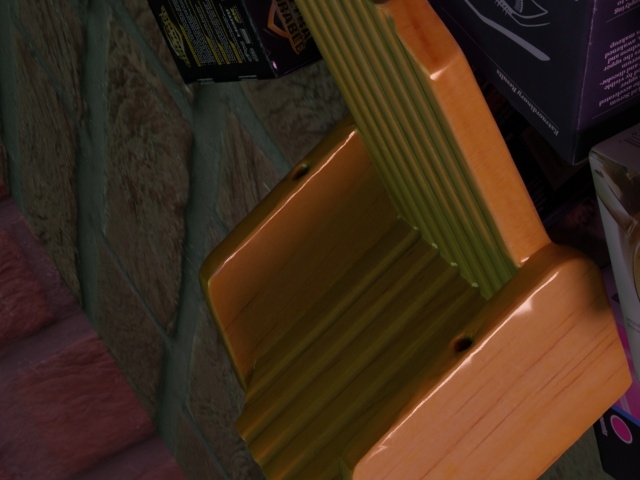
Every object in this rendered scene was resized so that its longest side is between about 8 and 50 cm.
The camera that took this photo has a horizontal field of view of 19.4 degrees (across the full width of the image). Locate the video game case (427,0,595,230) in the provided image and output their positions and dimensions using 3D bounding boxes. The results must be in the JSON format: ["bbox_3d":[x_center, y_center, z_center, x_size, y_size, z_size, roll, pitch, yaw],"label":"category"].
[{"bbox_3d":[0.118,-0.130,1.359,0.248,0.035,0.275,59,162,7],"label":"video game case"}]

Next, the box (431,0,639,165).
[{"bbox_3d":[0.150,-0.175,1.093,0.153,0.108,0.207,50,159,30],"label":"box"}]

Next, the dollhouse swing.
[{"bbox_3d":[0.000,0.000,1.318,0.305,0.315,0.347,44,-178,-31],"label":"dollhouse swing"}]

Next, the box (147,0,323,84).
[{"bbox_3d":[-0.117,-0.298,1.678,0.322,0.079,0.257,66,163,-12],"label":"box"}]

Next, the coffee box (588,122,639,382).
[{"bbox_3d":[0.290,0.040,1.007,0.297,0.119,0.168,34,146,55],"label":"coffee box"}]

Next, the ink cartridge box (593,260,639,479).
[{"bbox_3d":[0.305,0.156,1.232,0.371,0.069,0.176,33,146,51],"label":"ink cartridge box"}]
